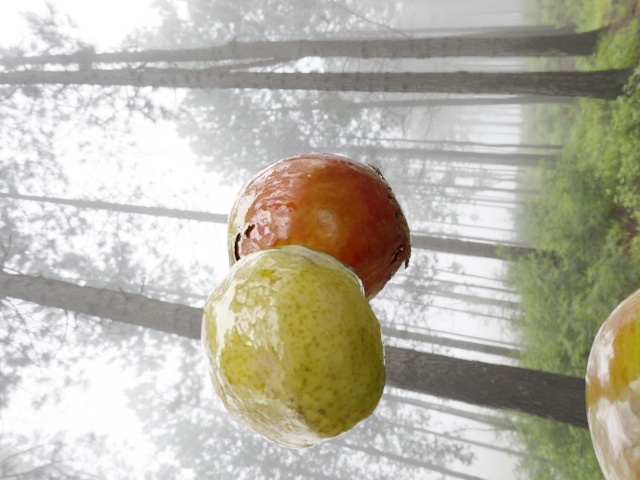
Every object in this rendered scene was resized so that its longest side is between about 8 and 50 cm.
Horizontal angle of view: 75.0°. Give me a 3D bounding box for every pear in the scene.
[{"bbox_3d":[-0.017,0.093,0.375,0.178,0.177,0.178,8,-90,-73],"label":"pear"}]

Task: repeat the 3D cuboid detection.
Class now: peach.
[{"bbox_3d":[0.000,0.000,0.820,0.370,0.369,0.371,8,-90,-73],"label":"peach"}]

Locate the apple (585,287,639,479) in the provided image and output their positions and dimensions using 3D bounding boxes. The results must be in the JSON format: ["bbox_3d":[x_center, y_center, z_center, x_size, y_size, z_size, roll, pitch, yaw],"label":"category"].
[{"bbox_3d":[0.414,0.164,0.333,0.339,0.338,0.341,8,-90,-73],"label":"apple"}]
